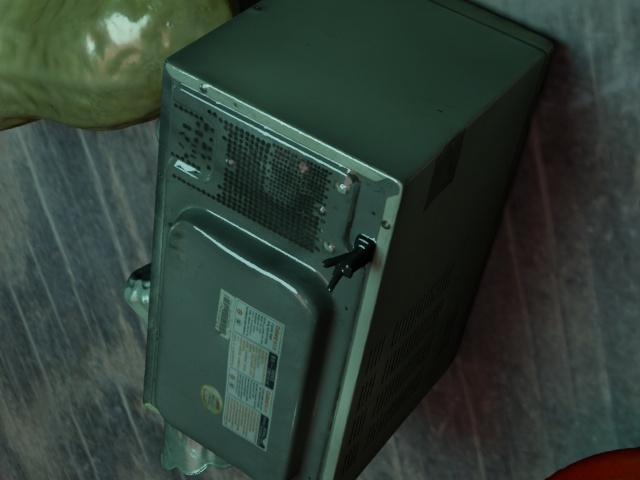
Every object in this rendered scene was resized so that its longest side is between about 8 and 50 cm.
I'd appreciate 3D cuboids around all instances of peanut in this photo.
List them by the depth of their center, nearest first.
[{"bbox_3d":[-0.158,-0.132,0.738,0.275,0.111,0.125,2,103,35],"label":"peanut"}]

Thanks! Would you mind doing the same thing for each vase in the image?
[{"bbox_3d":[-0.097,0.087,0.850,0.081,0.081,0.148,3,115,38],"label":"vase"}]

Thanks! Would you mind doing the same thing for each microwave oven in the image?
[{"bbox_3d":[0.000,0.000,0.632,0.145,0.194,0.240,31,135,22],"label":"microwave oven"}]

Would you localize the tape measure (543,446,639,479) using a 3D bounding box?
[{"bbox_3d":[0.190,0.226,0.599,0.253,0.114,0.260,-54,37,15],"label":"tape measure"}]
